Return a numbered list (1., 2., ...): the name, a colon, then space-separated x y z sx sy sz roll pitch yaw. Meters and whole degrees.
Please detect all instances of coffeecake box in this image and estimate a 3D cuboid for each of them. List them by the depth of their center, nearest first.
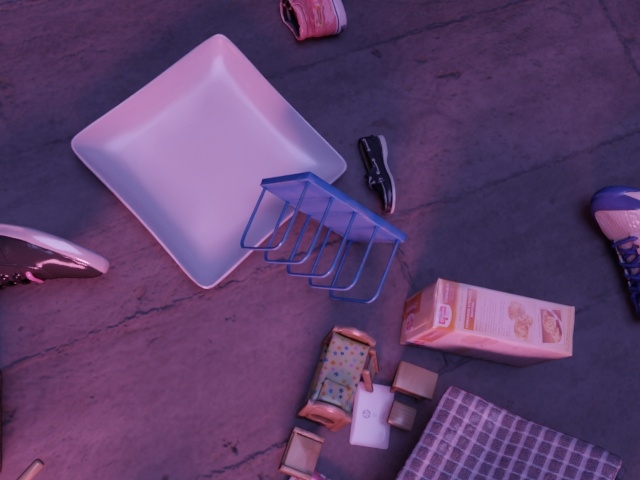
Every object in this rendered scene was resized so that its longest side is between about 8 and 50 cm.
1. coffeecake box: 0.217 0.114 0.951 0.185 0.142 0.068 12 72 -8

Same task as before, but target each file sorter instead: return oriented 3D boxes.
1. file sorter: 0.000 0.000 0.923 0.170 0.118 0.104 31 72 -30

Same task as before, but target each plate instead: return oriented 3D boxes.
1. plate: -0.151 -0.113 0.995 0.278 0.045 0.277 -42 87 -19

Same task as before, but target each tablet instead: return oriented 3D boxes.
1. tablet: 0.070 0.236 0.960 0.054 0.006 0.083 11 72 -7

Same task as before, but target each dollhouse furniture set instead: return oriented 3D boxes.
1. dollhouse furniture set: 0.057 0.224 0.896 0.161 0.101 0.182 21 65 -2

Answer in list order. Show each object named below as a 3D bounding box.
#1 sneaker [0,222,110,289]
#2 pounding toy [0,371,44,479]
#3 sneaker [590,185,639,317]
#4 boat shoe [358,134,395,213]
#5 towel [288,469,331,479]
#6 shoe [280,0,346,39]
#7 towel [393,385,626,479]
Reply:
1. sneaker: -0.415 0.053 0.871 0.296 0.104 0.147 9 75 -2
2. pounding toy: -0.412 0.255 0.821 0.181 0.094 0.206 -2 84 -17
3. sneaker: 0.500 0.049 1.042 0.296 0.112 0.131 45 72 4
4. boat shoe: 0.082 -0.097 1.035 0.038 0.046 0.125 -5 73 -12
5. towel: 0.016 0.392 0.893 0.197 0.029 0.144 36 70 1
6. shoe: -0.028 -0.392 1.087 0.081 0.063 0.178 -19 83 -21
7. towel: 0.196 0.325 0.820 0.235 0.121 0.283 13 57 36
